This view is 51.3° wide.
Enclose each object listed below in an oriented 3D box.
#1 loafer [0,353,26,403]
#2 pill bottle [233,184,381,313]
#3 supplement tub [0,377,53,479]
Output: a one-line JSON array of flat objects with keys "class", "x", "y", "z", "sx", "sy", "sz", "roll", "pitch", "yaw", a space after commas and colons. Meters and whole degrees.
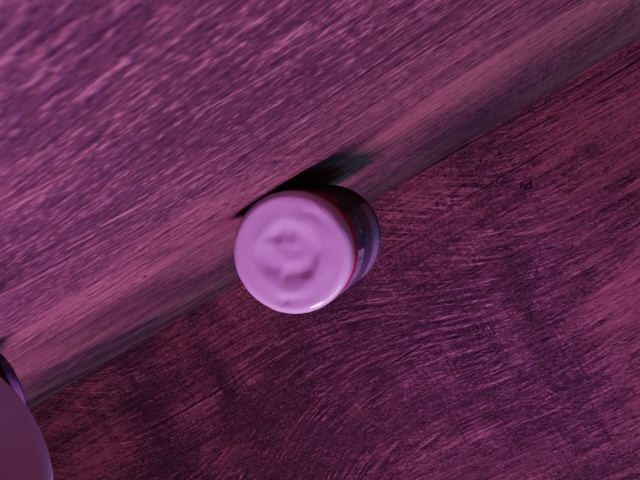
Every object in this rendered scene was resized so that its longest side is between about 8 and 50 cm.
[{"class": "loafer", "x": -0.485, "y": 0.232, "z": 0.921, "sx": 0.095, "sy": 0.109, "sz": 0.302, "roll": -23, "pitch": 177, "yaw": -38}, {"class": "pill bottle", "x": 0.000, "y": 0.000, "z": 1.065, "sx": 0.176, "sy": 0.176, "sz": 0.318, "roll": -31, "pitch": 178, "yaw": 17}, {"class": "supplement tub", "x": -0.400, "y": 0.239, "z": 0.526, "sx": 0.316, "sy": 0.228, "sz": 0.228, "roll": -31, "pitch": 178, "yaw": 22}]
